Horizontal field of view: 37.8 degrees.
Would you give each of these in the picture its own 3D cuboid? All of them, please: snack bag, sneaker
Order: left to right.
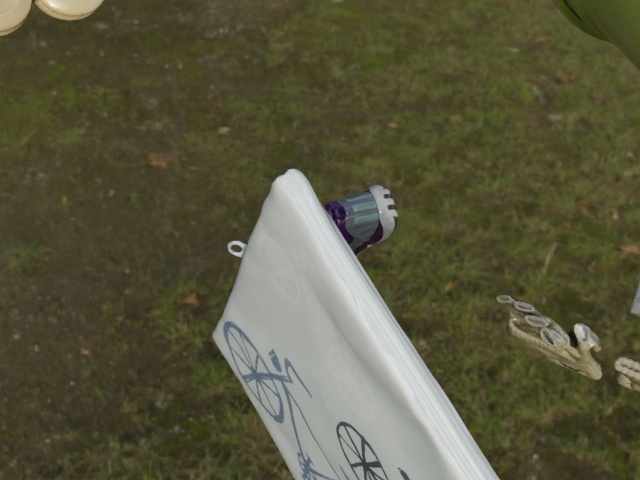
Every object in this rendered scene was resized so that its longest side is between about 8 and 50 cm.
[{"bbox_3d":[0.000,0.000,1.121,0.098,0.224,0.083,-9,68,-30],"label":"sneaker"},{"bbox_3d":[0.030,0.136,0.624,0.037,0.342,0.323,-27,75,-21],"label":"snack bag"}]

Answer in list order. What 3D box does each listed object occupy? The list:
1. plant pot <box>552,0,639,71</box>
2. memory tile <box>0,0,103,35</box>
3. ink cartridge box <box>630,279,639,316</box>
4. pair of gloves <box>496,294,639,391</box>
[{"bbox_3d":[0.359,-0.230,0.831,0.276,0.276,0.254,2,43,-8],"label":"plant pot"},{"bbox_3d":[-0.167,-0.162,0.421,0.113,0.148,0.012,-18,-5,-28],"label":"memory tile"},{"bbox_3d":[0.489,-0.003,1.023,0.275,0.239,0.060,13,5,-27],"label":"ink cartridge box"},{"bbox_3d":[0.324,0.134,1.034,0.240,0.042,0.204,22,-6,43],"label":"pair of gloves"}]
